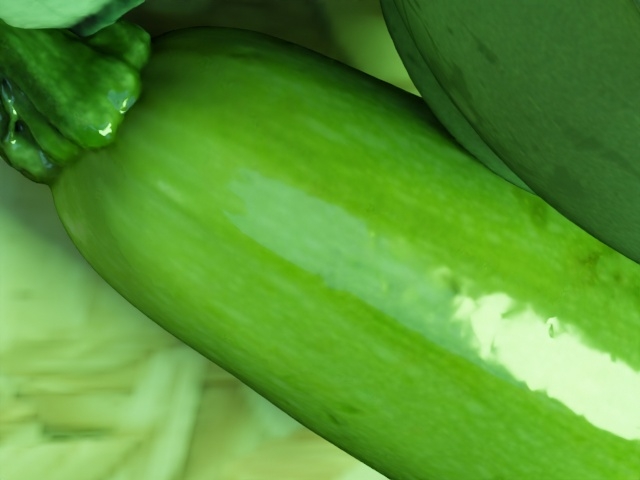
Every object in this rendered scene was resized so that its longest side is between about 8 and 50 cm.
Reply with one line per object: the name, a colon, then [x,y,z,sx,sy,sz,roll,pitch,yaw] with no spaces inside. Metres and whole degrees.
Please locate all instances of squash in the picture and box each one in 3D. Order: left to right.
squash: [0.006,0.010,0.573,0.287,0.137,0.137,25,102,-35]

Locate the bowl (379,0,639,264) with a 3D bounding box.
bowl: [0.103,-0.089,0.536,0.313,0.313,0.146,19,147,-35]

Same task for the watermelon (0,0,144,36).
watermelon: [-0.059,-0.138,0.320,0.289,0.320,0.213,-6,106,-43]
